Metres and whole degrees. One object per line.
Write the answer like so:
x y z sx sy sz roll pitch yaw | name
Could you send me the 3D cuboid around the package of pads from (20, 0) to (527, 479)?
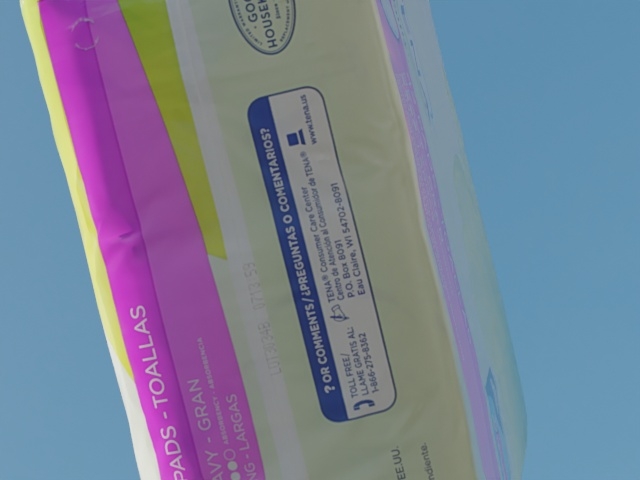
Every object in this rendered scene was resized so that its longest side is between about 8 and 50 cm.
0.000 0.000 0.573 0.101 0.296 0.229 -13 -86 9 | package of pads
